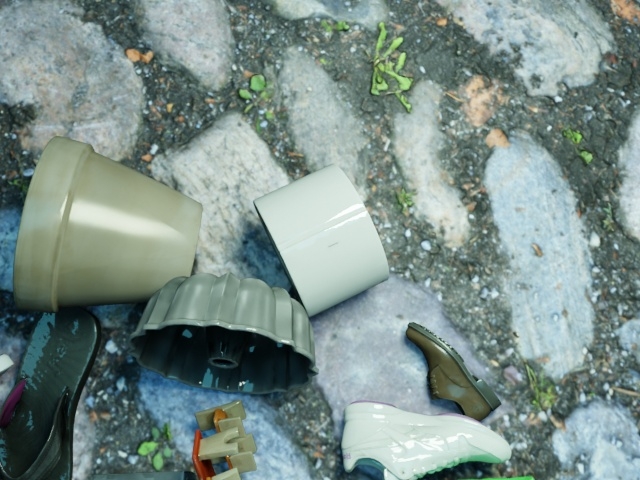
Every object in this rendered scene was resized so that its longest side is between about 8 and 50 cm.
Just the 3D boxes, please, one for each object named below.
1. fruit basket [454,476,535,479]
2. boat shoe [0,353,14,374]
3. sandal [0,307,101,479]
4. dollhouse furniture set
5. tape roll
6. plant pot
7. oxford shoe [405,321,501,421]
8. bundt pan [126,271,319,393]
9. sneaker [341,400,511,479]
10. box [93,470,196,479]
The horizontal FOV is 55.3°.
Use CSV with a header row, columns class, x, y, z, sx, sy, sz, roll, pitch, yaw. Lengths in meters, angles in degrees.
class,x,y,z,sx,sy,sz,roll,pitch,yaw
fruit basket,0.296,0.587,1.038,0.327,0.165,0.352,-12,93,19
boat shoe,-0.737,0.273,1.148,0.306,0.113,0.104,-27,92,3
sandal,-0.536,0.335,1.133,0.168,0.107,0.445,7,77,2
dollhouse furniture set,-0.175,0.449,1.043,0.135,0.262,0.259,-15,108,-1
tape roll,0.000,0.000,1.145,0.169,0.246,0.246,-25,77,-7
plant pot,-0.377,-0.006,1.141,0.281,0.323,0.323,12,76,-15
oxford shoe,0.233,0.254,1.165,0.096,0.083,0.227,-40,78,-4
bundt pan,-0.162,0.161,1.080,0.331,0.330,0.124,5,57,1
sneaker,0.185,0.386,1.106,0.305,0.114,0.152,6,59,11
box,-0.318,0.529,1.071,0.184,0.059,0.232,-8,65,13
